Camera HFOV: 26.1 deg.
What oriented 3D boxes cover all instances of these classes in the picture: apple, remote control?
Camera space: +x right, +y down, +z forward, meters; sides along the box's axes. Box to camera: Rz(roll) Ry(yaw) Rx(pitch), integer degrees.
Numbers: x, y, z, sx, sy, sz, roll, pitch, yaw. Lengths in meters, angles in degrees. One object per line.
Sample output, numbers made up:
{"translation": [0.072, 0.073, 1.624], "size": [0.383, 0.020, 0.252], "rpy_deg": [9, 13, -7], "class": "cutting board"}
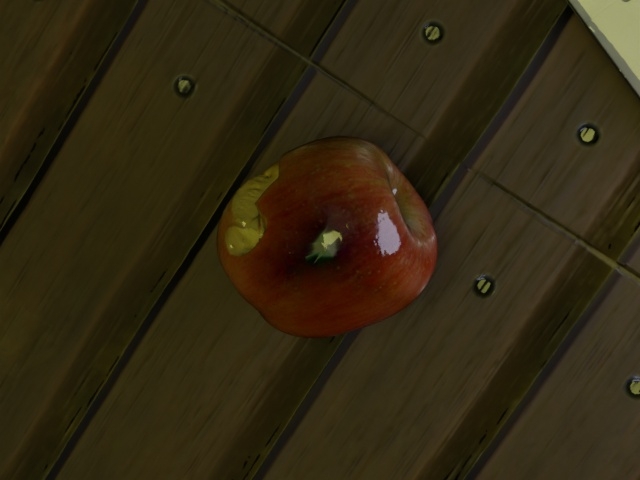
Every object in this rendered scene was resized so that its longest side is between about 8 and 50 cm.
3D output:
{"translation": [0.000, 0.000, 1.203], "size": [0.199, 0.199, 0.199], "rpy_deg": [1, 98, 8], "class": "apple"}
{"translation": [0.305, -0.171, 1.200], "size": [0.103, 0.034, 0.250], "rpy_deg": [-37, 90, 11], "class": "remote control"}
